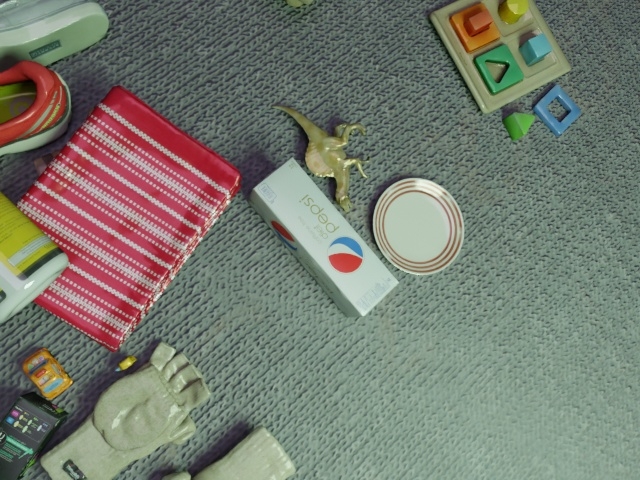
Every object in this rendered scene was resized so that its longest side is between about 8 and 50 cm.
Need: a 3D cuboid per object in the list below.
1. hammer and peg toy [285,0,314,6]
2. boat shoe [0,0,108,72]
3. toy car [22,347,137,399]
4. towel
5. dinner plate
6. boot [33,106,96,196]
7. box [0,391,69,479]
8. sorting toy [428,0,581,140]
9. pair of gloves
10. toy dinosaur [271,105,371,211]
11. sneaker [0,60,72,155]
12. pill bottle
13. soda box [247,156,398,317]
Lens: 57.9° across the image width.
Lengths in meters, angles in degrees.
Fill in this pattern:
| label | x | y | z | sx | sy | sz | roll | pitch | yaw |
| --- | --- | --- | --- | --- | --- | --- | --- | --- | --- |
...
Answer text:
| label | x | y | z | sx | sy | sz | roll | pitch | yaw |
| --- | --- | --- | --- | --- | --- | --- | --- | --- | --- |
| hammer and peg toy | -0.092 | -0.529 | 0.801 | 0.361 | 0.127 | 0.266 | 35 | 74 | -6 |
| boat shoe | -0.383 | -0.257 | 0.716 | 0.227 | 0.079 | 0.081 | -31 | 80 | -22 |
| toy car | -0.286 | 0.143 | 0.684 | 0.122 | 0.040 | 0.060 | -20 | 86 | -16 |
| towel | -0.247 | -0.028 | 0.703 | 0.199 | 0.031 | 0.275 | 37 | 80 | -14 |
| dinner plate | 0.140 | -0.020 | 0.832 | 0.141 | 0.017 | 0.141 | 2 | 81 | -13 |
| boot | -0.309 | -0.103 | 0.720 | 0.087 | 0.042 | 0.118 | -13 | 85 | -16 |
| box | -0.334 | 0.220 | 0.648 | 0.052 | 0.062 | 0.083 | 33 | 74 | -6 |
| sorting toy | 0.289 | -0.317 | 0.904 | 0.196 | 0.047 | 0.347 | -28 | 88 | -17 |
| pair of gloves | -0.175 | 0.267 | 0.692 | 0.240 | 0.042 | 0.204 | 43 | 77 | -2 |
| toy dinosaur | 0.014 | -0.132 | 0.801 | 0.092 | 0.053 | 0.183 | -31 | 89 | -15 |
| sneaker | -0.425 | -0.128 | 0.655 | 0.279 | 0.118 | 0.107 | -35 | 90 | -17 |
| pill bottle | -0.366 | -0.009 | 0.603 | 0.103 | 0.103 | 0.184 | -46 | 101 | -17 |
| soda box | 0.000 | 0.000 | 0.763 | 0.069 | 0.074 | 0.216 | -41 | 92 | -17 |
